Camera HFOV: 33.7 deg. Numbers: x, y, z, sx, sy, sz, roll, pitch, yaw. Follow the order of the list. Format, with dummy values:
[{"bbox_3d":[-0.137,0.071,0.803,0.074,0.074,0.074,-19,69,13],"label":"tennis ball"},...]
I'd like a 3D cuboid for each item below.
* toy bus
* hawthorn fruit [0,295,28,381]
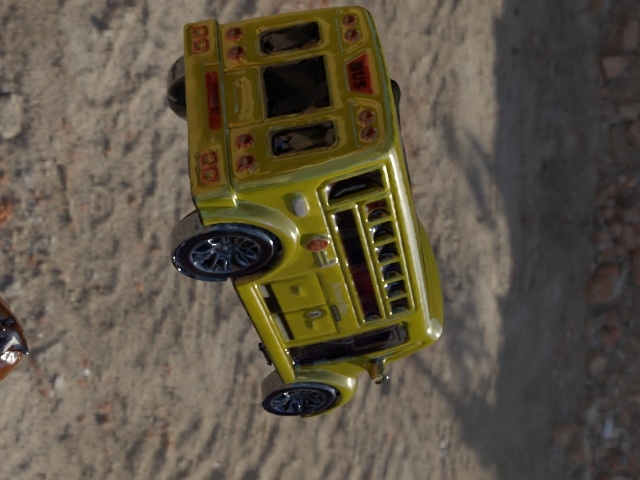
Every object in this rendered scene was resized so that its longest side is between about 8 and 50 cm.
[{"bbox_3d":[0.000,0.000,0.721,0.331,0.151,0.145,70,9,-58],"label":"toy bus"},{"bbox_3d":[-0.201,0.056,0.571,0.081,0.093,0.081,-5,90,-71],"label":"hawthorn fruit"}]
